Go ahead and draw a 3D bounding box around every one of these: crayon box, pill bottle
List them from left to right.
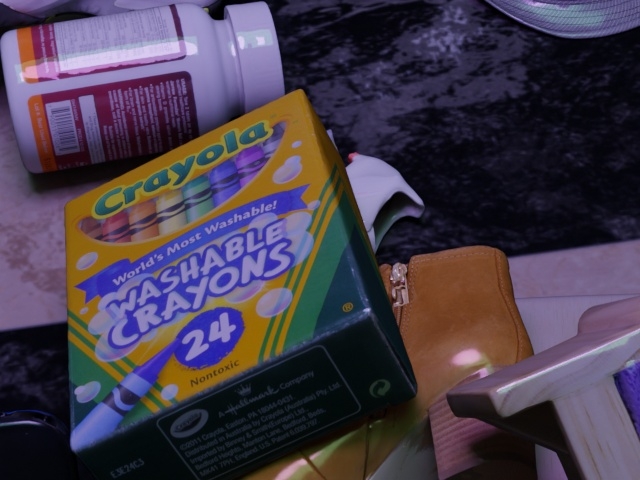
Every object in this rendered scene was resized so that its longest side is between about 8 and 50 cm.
[{"bbox_3d":[-0.146,-0.132,1.221,0.221,0.121,0.121,-10,50,-8],"label":"pill bottle"},{"bbox_3d":[-0.070,0.019,1.015,0.203,0.083,0.323,-26,35,7],"label":"crayon box"}]

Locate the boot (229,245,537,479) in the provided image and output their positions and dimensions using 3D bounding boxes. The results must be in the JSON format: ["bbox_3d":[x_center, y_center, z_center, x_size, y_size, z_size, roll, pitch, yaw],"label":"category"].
[{"bbox_3d":[0.008,0.125,0.988,0.295,0.104,0.211,-24,36,15],"label":"boot"}]

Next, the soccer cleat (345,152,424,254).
[{"bbox_3d":[0.000,0.000,1.143,0.076,0.068,0.196,36,56,24],"label":"soccer cleat"}]

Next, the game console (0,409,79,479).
[{"bbox_3d":[-0.284,0.258,0.867,0.293,0.250,0.173,-5,23,-4],"label":"game console"}]

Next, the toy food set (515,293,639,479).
[{"bbox_3d":[0.190,0.160,0.998,0.219,0.092,0.306,-2,47,15],"label":"toy food set"}]

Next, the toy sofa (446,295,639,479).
[{"bbox_3d":[0.223,0.204,0.786,0.177,0.150,0.363,-23,86,-5],"label":"toy sofa"}]

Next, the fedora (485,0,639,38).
[{"bbox_3d":[0.229,-0.327,1.378,0.243,0.124,0.275,-18,51,-13],"label":"fedora"}]

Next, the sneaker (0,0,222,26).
[{"bbox_3d":[-0.256,-0.264,1.247,0.384,0.147,0.145,-10,27,-36],"label":"sneaker"}]
